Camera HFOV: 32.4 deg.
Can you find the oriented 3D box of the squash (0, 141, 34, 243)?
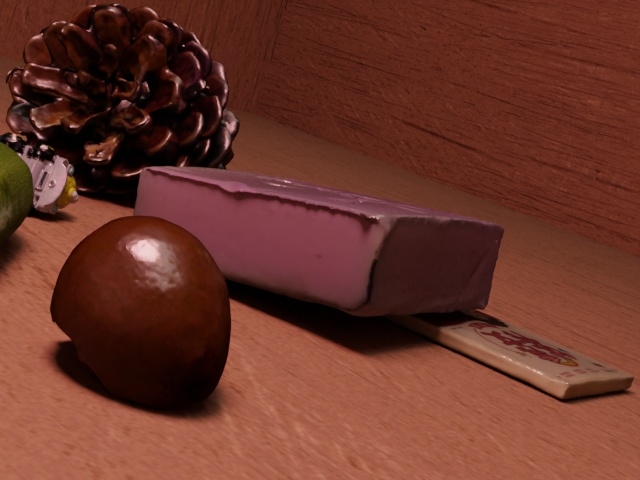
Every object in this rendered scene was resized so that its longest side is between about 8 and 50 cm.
[{"bbox_3d":[-0.298,-0.032,0.907,0.101,0.101,0.378,15,8,-5],"label":"squash"}]

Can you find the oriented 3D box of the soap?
[{"bbox_3d":[0.000,0.000,1.148,0.296,0.107,0.285,13,7,29],"label":"soap"}]

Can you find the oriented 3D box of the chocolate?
[{"bbox_3d":[-0.115,0.055,0.749,0.133,0.127,0.124,35,48,27],"label":"chocolate"}]

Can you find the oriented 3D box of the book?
[{"bbox_3d":[0.192,0.109,1.153,0.232,0.022,0.162,22,12,37],"label":"book"}]

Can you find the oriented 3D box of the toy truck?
[{"bbox_3d":[-0.311,-0.064,1.187,0.111,0.076,0.077,20,-10,15],"label":"toy truck"}]

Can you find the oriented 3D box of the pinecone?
[{"bbox_3d":[-0.255,-0.183,1.427,0.298,0.242,0.296,24,8,7],"label":"pinecone"}]
